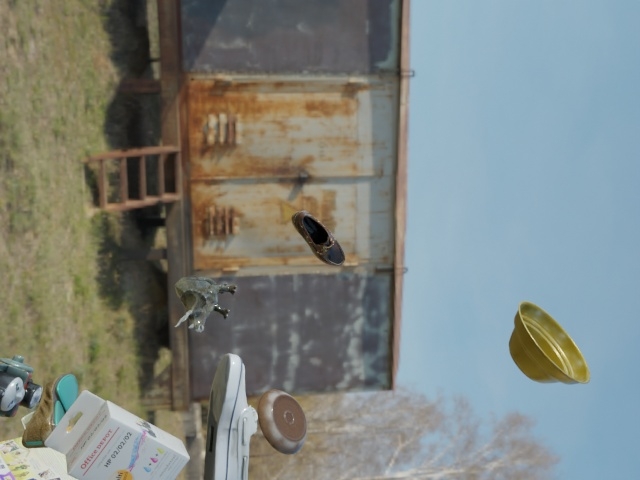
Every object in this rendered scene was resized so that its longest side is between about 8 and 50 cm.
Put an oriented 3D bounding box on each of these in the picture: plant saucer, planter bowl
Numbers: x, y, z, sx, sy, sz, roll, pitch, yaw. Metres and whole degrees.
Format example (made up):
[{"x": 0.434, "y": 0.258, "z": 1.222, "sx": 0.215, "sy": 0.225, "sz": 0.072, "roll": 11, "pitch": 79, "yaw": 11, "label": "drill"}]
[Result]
[{"x": -0.102, "y": 0.526, "z": 2.066, "sx": 0.036, "sy": 0.199, "sz": 0.198, "roll": -32, "pitch": -132, "yaw": 30, "label": "plant saucer"}, {"x": 0.479, "y": 0.244, "z": 1.537, "sx": 0.090, "sy": 0.217, "sz": 0.217, "roll": -46, "pitch": -147, "yaw": 27, "label": "planter bowl"}]

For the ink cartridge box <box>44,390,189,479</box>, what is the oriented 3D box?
[{"x": -0.301, "y": 0.313, "z": 1.042, "sx": 0.104, "sy": 0.181, "sz": 0.061, "roll": -54, "pitch": -155, "yaw": -4, "label": "ink cartridge box"}]

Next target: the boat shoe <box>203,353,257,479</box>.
[{"x": -0.160, "y": 0.340, "z": 1.305, "sx": 0.095, "sy": 0.084, "sz": 0.258, "roll": 9, "pitch": -89, "yaw": 65, "label": "boat shoe"}]

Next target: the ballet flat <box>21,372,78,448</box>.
[{"x": -0.746, "y": 0.466, "z": 1.916, "sx": 0.342, "sy": 0.124, "sz": 0.116, "roll": -127, "pitch": -158, "yaw": -69, "label": "ballet flat"}]

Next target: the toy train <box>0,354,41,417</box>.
[{"x": -0.743, "y": 0.268, "z": 1.428, "sx": 0.190, "sy": 0.334, "sz": 0.142, "roll": 102, "pitch": 9, "yaw": -78, "label": "toy train"}]

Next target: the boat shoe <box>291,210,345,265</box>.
[{"x": 0.000, "y": 0.000, "z": 1.969, "sx": 0.073, "sy": 0.207, "sz": 0.073, "roll": -51, "pitch": -156, "yaw": -13, "label": "boat shoe"}]

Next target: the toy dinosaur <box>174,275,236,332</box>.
[{"x": -0.337, "y": 0.142, "z": 1.951, "sx": 0.121, "sy": 0.160, "sz": 0.313, "roll": -66, "pitch": -150, "yaw": 12, "label": "toy dinosaur"}]

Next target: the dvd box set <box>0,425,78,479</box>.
[{"x": -0.947, "y": 0.782, "z": 2.344, "sx": 0.307, "sy": 0.420, "sz": 0.062, "roll": 41, "pitch": -69, "yaw": 27, "label": "dvd box set"}]
